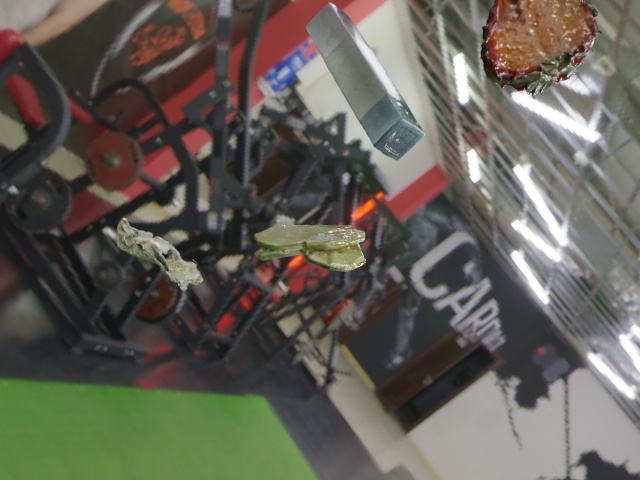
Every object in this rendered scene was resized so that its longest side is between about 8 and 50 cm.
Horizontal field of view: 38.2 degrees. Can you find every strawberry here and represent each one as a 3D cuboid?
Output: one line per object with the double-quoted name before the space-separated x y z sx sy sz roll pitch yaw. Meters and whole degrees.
"strawberry" 0.467 -0.450 2.073 0.280 0.253 0.150 51 6 28

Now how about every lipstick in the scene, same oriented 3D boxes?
"lipstick" 0.067 -0.265 1.507 0.066 0.068 0.317 24 31 -45

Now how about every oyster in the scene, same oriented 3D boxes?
"oyster" -0.303 0.036 1.745 0.106 0.061 0.200 11 25 -44

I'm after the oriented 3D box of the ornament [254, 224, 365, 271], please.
"ornament" 0.000 0.000 1.620 0.180 0.201 0.059 -25 116 -52
